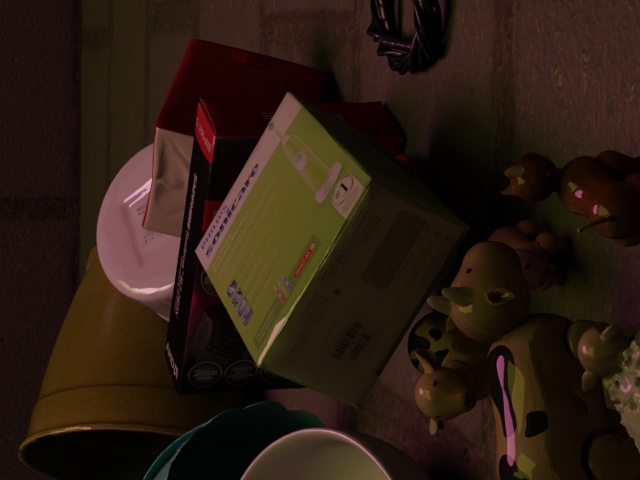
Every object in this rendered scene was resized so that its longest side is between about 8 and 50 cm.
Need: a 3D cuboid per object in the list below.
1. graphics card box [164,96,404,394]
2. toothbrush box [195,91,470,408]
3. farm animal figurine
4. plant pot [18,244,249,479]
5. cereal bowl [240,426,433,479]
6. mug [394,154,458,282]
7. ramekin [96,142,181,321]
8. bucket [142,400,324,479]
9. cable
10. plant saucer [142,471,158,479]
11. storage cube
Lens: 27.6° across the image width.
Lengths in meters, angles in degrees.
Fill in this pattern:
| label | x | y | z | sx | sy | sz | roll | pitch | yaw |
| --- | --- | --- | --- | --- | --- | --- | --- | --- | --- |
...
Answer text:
| label | x | y | z | sx | sy | sz | roll | pitch | yaw |
| --- | --- | --- | --- | --- | --- | --- | --- | --- | --- |
| graphics card box | -0.052 | 0.013 | 1.567 | 0.094 | 0.233 | 0.371 | -119 | 35 | -51 |
| toothbrush box | 0.000 | 0.000 | 1.292 | 0.206 | 0.122 | 0.283 | -60 | 27 | 10 |
| farm animal figurine | 0.165 | 0.093 | 1.063 | 0.330 | 0.172 | 0.326 | 114 | 148 | -50 |
| plant pot | -0.272 | 0.191 | 2.085 | 0.366 | 0.366 | 0.353 | 127 | 150 | -59 |
| cereal bowl | 0.038 | 0.374 | 1.406 | 0.339 | 0.141 | 0.339 | -12 | 74 | 48 |
| mug | 0.069 | -0.017 | 1.417 | 0.169 | 0.113 | 0.150 | -171 | 79 | -66 |
| ramekin | -0.193 | -0.017 | 1.887 | 0.277 | 0.135 | 0.277 | -12 | 68 | 31 |
| bucket | -0.097 | 0.354 | 1.638 | 0.183 | 0.281 | 0.281 | 137 | 129 | -59 |
| cable | 0.086 | -0.259 | 1.443 | 0.150 | 0.047 | 0.184 | 111 | 150 | -46 |
| plant saucer | -0.142 | 0.446 | 1.726 | 0.044 | 0.318 | 0.317 | -41 | 52 | 52 |
| storage cube | -0.110 | -0.118 | 1.689 | 0.193 | 0.215 | 0.183 | -76 | 1 | -46 |
